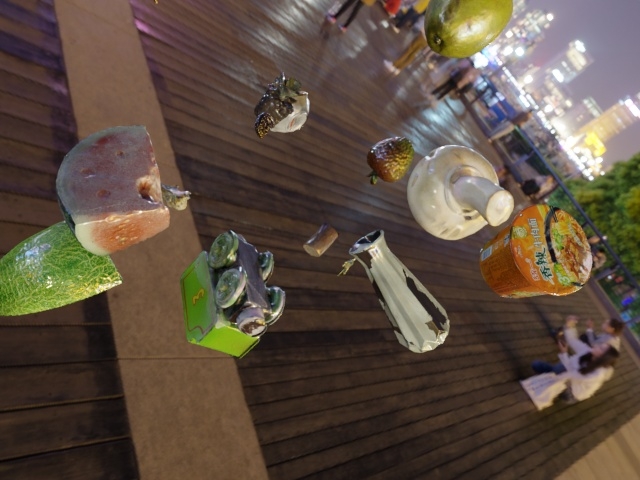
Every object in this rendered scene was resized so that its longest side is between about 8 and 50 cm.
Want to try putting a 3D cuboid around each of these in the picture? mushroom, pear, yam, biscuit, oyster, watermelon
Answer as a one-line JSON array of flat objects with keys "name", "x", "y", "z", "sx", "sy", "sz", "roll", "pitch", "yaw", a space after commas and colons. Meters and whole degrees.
[{"name": "mushroom", "x": 0.467, "y": -0.140, "z": 1.675, "sx": 0.356, "sy": 0.315, "sz": 0.315, "roll": 42, "pitch": 21, "yaw": 25}, {"name": "pear", "x": 0.378, "y": -0.588, "z": 1.308, "sx": 0.212, "sy": 0.212, "sz": 0.269, "roll": 45, "pitch": 70, "yaw": -15}, {"name": "yam", "x": 0.002, "y": 0.002, "z": 1.900, "sx": 0.084, "sy": 0.084, "sz": 0.127, "roll": 47, "pitch": 59, "yaw": -11}, {"name": "biscuit", "x": -0.191, "y": -0.395, "z": 1.731, "sx": 0.087, "sy": 0.027, "sz": 0.089, "roll": -7, "pitch": 102, "yaw": -51}, {"name": "oyster", "x": -0.508, "y": -0.154, "z": 1.711, "sx": 0.209, "sy": 0.071, "sz": 0.133, "roll": 24, "pitch": 4, "yaw": 33}, {"name": "watermelon", "x": -0.414, "y": -0.099, "z": 1.061, "sx": 0.226, "sy": 0.148, "sz": 0.318, "roll": 17, "pitch": 48, "yaw": -4}]

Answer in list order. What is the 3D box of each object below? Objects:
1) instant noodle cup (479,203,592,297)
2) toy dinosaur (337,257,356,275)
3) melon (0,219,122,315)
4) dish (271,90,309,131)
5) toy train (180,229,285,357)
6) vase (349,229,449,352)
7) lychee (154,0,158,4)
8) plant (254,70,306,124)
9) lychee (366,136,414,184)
[{"name": "instant noodle cup", "x": 0.526, "y": 0.046, "z": 1.272, "sx": 0.230, "sy": 0.182, "sz": 0.230, "roll": 5, "pitch": 70, "yaw": -14}, {"name": "toy dinosaur", "x": 0.101, "y": 0.096, "z": 1.871, "sx": 0.029, "sy": 0.119, "sz": 0.060, "roll": 42, "pitch": 38, "yaw": 12}, {"name": "melon", "x": -0.656, "y": 0.084, "z": 1.195, "sx": 0.196, "sy": 0.324, "sz": 0.124, "roll": 63, "pitch": -11, "yaw": 7}, {"name": "dish", "x": -0.119, "y": -0.523, "z": 2.136, "sx": 0.081, "sy": 0.229, "sz": 0.229, "roll": 54, "pitch": 26, "yaw": 15}, {"name": "toy train", "x": -0.233, "y": 0.137, "z": 1.278, "sx": 0.173, "sy": 0.249, "sz": 0.307, "roll": 30, "pitch": 25, "yaw": -38}, {"name": "vase", "x": 0.226, "y": 0.146, "z": 1.437, "sx": 0.360, "sy": 0.165, "sz": 0.165, "roll": 56, "pitch": 25, "yaw": -13}, {"name": "lychee", "x": -0.281, "y": -0.435, "z": 0.832, "sx": 0.067, "sy": 0.068, "sz": 0.083, "roll": -18, "pitch": 114, "yaw": -53}, {"name": "plant", "x": -0.161, "y": -0.543, "z": 1.945, "sx": 0.142, "sy": 0.203, "sz": 0.131, "roll": 44, "pitch": 30, "yaw": -22}, {"name": "lychee", "x": 0.177, "y": -0.205, "z": 1.303, "sx": 0.114, "sy": 0.146, "sz": 0.114, "roll": 44, "pitch": 16, "yaw": -16}]
